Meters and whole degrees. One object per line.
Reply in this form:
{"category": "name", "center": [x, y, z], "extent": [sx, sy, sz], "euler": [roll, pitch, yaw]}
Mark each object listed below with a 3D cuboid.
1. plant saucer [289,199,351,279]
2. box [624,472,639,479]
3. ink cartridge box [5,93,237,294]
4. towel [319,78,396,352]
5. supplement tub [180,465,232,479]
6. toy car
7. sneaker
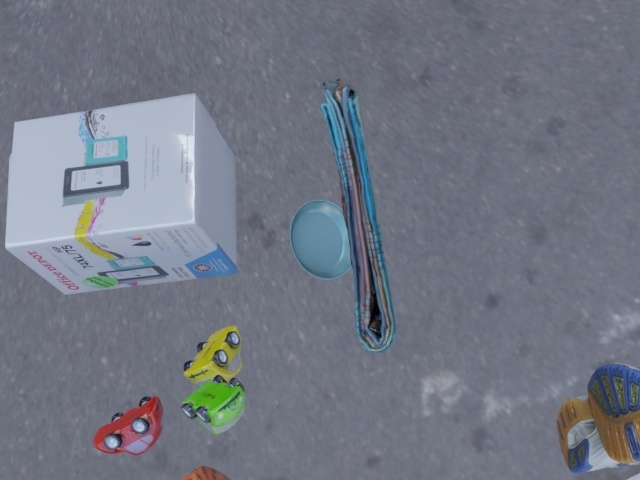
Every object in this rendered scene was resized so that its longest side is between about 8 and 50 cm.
{"category": "plant saucer", "center": [0.000, 0.000, 1.646], "extent": [0.119, 0.021, 0.119], "euler": [8, 75, -33]}
{"category": "box", "center": [0.329, 0.121, 0.683], "extent": [0.324, 0.067, 0.063], "euler": [-26, 143, -3]}
{"category": "ink cartridge box", "center": [-0.273, -0.059, 1.579], "extent": [0.270, 0.198, 0.197], "euler": [-7, 67, 11]}
{"category": "towel", "center": [0.035, -0.046, 1.257], "extent": [0.040, 0.370, 0.271], "euler": [-9, 100, 0]}
{"category": "supplement tub", "center": [-0.219, 0.448, 1.379], "extent": [0.338, 0.207, 0.207], "euler": [-43, 110, 7]}
{"category": "toy car", "center": [-0.150, 0.200, 1.379], "extent": [0.239, 0.225, 0.053], "euler": [-40, 108, -23]}
{"category": "sneaker", "center": [0.371, 0.198, 1.280], "extent": [0.131, 0.296, 0.112], "euler": [-5, 76, -7]}
